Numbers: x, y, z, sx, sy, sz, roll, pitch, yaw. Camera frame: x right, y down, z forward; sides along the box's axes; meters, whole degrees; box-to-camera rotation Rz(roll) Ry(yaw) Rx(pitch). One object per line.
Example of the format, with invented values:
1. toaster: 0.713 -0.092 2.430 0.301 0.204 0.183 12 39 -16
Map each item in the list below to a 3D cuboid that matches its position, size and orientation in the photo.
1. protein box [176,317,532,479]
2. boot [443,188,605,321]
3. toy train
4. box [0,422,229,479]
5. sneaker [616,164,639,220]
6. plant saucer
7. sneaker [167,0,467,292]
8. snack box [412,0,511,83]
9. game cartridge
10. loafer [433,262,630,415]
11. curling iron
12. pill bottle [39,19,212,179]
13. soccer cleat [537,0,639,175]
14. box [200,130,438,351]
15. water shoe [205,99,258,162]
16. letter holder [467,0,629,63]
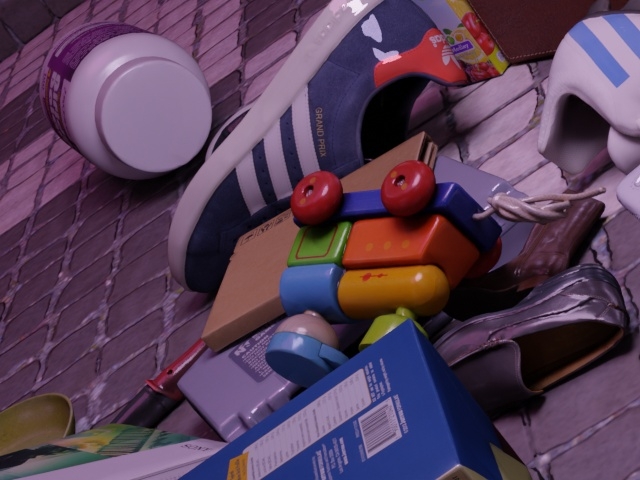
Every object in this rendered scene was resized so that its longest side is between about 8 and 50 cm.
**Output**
1. protein box: 0.020 0.185 1.127 0.201 0.136 0.200 -36 20 8
2. boot: 0.148 0.010 1.438 0.106 0.037 0.114 -7 38 34
3. toy train: 0.072 0.029 1.355 0.248 0.105 0.143 -4 56 43
4. box: -0.243 0.207 1.445 0.322 0.058 0.232 -13 6 -30
5. sneaker: 0.244 0.035 1.079 0.366 0.137 0.210 -45 19 -32
6. plant saucer: -0.305 0.232 1.746 0.241 0.037 0.241 -33 19 13
7. sneaker: -0.002 -0.060 1.754 0.350 0.148 0.131 -54 -17 25
8. snack box: 0.133 -0.280 1.852 0.070 0.207 0.174 -12 32 51
9. game cartridge: 0.024 0.051 1.546 0.294 0.060 0.196 -41 23 -6
10. loafer: 0.126 0.079 1.294 0.170 0.062 0.061 -36 24 11
11. curling iron: -0.126 0.126 1.667 0.274 0.035 0.068 -40 19 -4
12. pill bottle: -0.222 -0.161 2.270 0.169 0.169 0.301 -41 19 -7
13. soccer cleat: 0.282 -0.107 1.390 0.331 0.116 0.143 -6 57 57
14. box: 0.000 0.000 1.595 0.201 0.021 0.164 -29 21 24
15. water shoe: -0.033 -0.110 1.970 0.203 0.073 0.080 -34 22 14
16. letter holder: 0.238 -0.295 1.688 0.152 0.214 0.302 -48 21 -24
